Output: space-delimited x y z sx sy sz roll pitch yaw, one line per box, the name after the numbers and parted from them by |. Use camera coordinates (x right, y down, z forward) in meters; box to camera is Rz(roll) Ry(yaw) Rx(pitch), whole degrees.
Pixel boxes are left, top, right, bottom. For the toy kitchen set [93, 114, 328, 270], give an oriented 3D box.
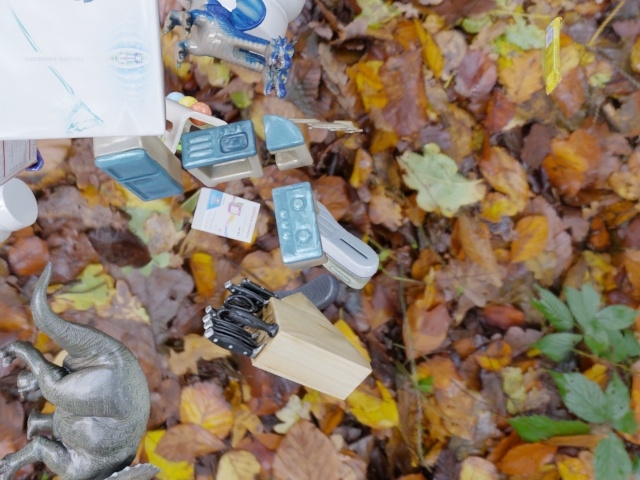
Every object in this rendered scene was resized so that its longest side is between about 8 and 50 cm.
-0.110 -0.042 0.669 0.207 0.122 0.166 -11 73 6 | toy kitchen set

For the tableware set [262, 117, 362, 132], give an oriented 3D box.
-0.010 -0.200 1.123 0.168 0.141 0.020 9 106 24 | tableware set

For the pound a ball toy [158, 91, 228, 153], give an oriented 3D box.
-0.344 -0.275 1.473 0.208 0.319 0.136 15 100 -36 | pound a ball toy

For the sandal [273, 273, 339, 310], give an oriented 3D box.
-0.049 0.155 1.494 0.054 0.254 0.097 28 53 -39 | sandal

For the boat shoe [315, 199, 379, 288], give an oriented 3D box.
0.000 0.000 1.488 0.302 0.094 0.109 41 43 20 | boat shoe

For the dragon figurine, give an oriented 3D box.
-0.128 -0.288 0.852 0.143 0.085 0.289 0 43 -29 | dragon figurine

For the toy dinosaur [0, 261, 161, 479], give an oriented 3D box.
-0.237 0.171 0.660 0.160 0.121 0.314 3 97 -3 | toy dinosaur

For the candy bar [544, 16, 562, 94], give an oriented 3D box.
0.399 -0.321 1.100 0.018 0.040 0.162 18 59 -8 | candy bar

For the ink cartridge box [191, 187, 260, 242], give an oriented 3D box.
-0.197 -0.052 1.350 0.122 0.052 0.089 16 87 -37 | ink cartridge box

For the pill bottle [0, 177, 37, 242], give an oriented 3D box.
-0.704 -0.046 1.299 0.229 0.131 0.131 -17 90 12 | pill bottle

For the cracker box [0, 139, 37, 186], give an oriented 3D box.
-0.415 -0.089 0.653 0.155 0.232 0.067 11 115 -2 | cracker box

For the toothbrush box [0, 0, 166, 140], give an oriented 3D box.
-0.251 -0.178 0.395 0.295 0.126 0.217 -4 116 -15 | toothbrush box

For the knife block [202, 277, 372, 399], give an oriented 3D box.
-0.066 0.183 1.117 0.275 0.242 0.088 45 111 13 | knife block

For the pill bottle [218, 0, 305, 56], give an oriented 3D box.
-0.106 -0.524 1.165 0.204 0.204 0.361 19 77 -15 | pill bottle

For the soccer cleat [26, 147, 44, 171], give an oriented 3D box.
-0.766 -0.249 1.507 0.121 0.289 0.093 31 83 24 | soccer cleat
